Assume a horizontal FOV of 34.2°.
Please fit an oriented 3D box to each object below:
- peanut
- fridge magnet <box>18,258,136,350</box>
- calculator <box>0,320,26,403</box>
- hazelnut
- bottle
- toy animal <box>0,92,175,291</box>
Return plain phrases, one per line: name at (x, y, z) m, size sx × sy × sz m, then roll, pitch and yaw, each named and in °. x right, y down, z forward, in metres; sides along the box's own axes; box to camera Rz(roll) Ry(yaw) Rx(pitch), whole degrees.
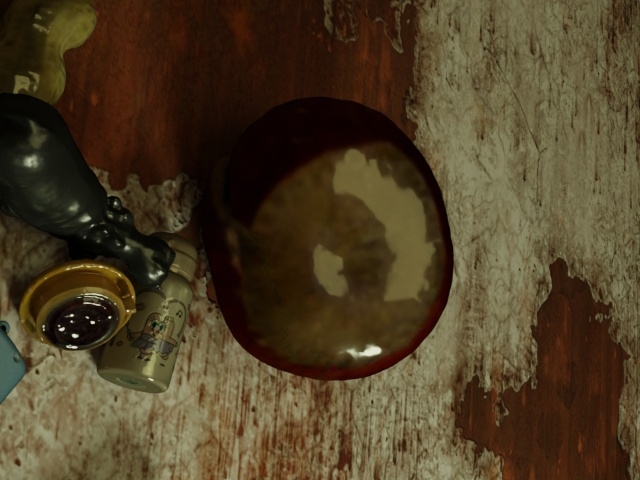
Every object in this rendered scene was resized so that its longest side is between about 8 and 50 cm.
peanut at (-0.350, -0.235, 1.279) m, size 0.103 × 0.098 × 0.229 m, roll 99°, pitch 10°, yaw -63°
fridge magnet at (-0.298, 0.084, 1.281) m, size 0.143 × 0.143 × 0.063 m, roll 35°, pitch 19°, yaw -42°
calculator at (-0.422, 0.169, 1.187) m, size 0.121 × 0.039 × 0.210 m, roll 59°, pitch 46°, yaw -30°
hazelnut at (0.000, 0.000, 1.504) m, size 0.359 × 0.359 × 0.409 m, roll -15°, pitch 93°, yaw -50°
bottle at (-0.222, 0.094, 1.394) m, size 0.110 × 0.097 × 0.209 m, roll 76°, pitch 25°, yaw -65°
toy animal at (-0.316, -0.053, 1.249) m, size 0.343 × 0.168 × 0.106 m, roll 54°, pitch 45°, yaw -50°
